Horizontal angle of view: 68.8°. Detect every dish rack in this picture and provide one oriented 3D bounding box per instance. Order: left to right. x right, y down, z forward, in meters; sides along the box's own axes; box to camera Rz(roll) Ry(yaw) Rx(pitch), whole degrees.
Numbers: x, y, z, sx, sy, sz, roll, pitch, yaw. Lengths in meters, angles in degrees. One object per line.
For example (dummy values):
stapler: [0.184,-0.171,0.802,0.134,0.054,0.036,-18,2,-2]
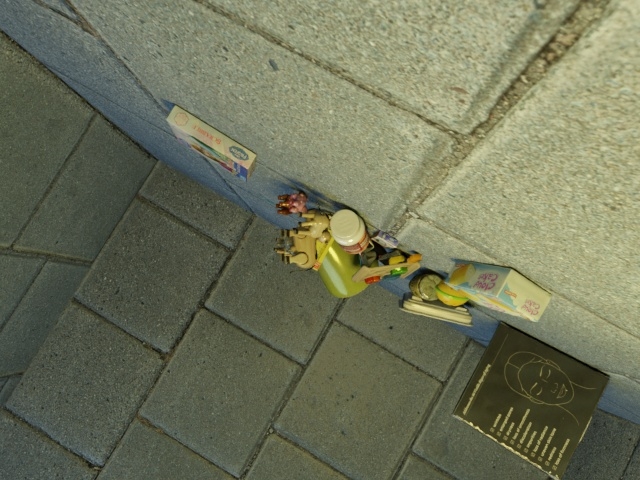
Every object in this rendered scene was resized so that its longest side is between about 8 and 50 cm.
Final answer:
dish rack: [0.531,0.302,2.154,0.333,0.072,0.285,13,-176,9]

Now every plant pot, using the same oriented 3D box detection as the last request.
plant pot: [0.074,0.060,2.100,0.275,0.275,0.293,22,155,53]

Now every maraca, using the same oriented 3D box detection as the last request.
maraca: [0.507,0.191,1.747,0.186,0.099,0.127,2,-157,-40]

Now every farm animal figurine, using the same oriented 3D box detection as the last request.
farm animal figurine: [-0.050,-0.033,1.746,0.172,0.326,0.330,-1,-158,-20]

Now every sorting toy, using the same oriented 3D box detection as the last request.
sorting toy: [0.264,0.119,1.809,0.229,0.041,0.307,-3,163,-12]

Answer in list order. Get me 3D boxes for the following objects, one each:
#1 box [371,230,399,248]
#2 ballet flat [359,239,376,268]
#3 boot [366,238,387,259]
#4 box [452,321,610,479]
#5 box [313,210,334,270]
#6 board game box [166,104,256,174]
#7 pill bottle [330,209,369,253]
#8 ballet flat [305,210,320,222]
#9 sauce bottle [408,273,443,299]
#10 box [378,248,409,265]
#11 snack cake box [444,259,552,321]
box: [0.240,-0.001,1.739,0.081,0.028,0.136,31,176,-2]
ballet flat: [0.178,0.043,1.862,0.077,0.079,0.221,-93,-14,-55]
boot: [0.170,0.010,1.914,0.219,0.082,0.106,30,177,22]
box: [0.917,0.697,2.095,0.472,0.480,0.297,28,174,22]
box: [0.000,0.000,1.909,0.087,0.232,0.058,34,174,-41]
board game box: [-0.394,-0.346,1.740,0.318,0.066,0.319,31,174,-7]
pill bottle: [0.105,-0.031,1.683,0.121,0.121,0.221,28,174,18]
ballet flat: [-0.019,-0.103,2.039,0.068,0.072,0.213,62,162,-19]
sauce bottle: [0.443,0.198,2.007,0.111,0.111,0.344,30,175,3]
box: [0.307,0.085,1.893,0.094,0.027,0.137,-19,145,28]
snack cake box: [0.500,0.139,1.346,0.152,0.089,0.264,32,174,-14]
